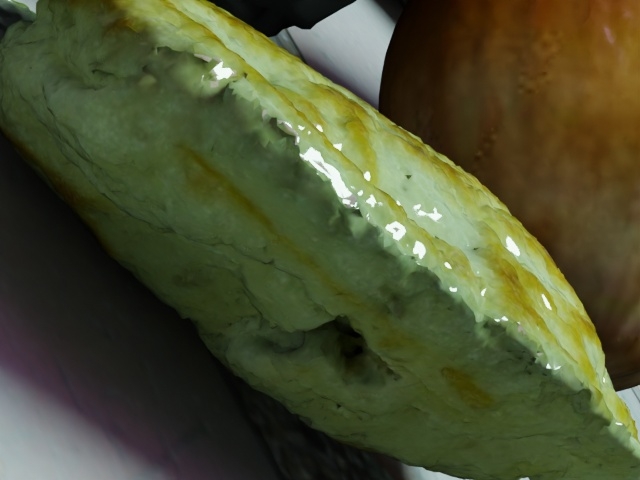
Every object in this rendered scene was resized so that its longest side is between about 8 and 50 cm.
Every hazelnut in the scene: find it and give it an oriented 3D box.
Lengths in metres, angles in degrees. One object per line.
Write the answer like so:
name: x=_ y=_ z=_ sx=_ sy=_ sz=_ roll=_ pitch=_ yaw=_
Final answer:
hazelnut: x=0.123 y=-0.042 z=0.833 sx=0.210 sy=0.186 sz=0.210 roll=55 pitch=2 yaw=-3

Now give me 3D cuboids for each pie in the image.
pie: x=0.000 y=0.000 z=0.615 sx=0.248 sy=0.090 sz=0.201 roll=36 pitch=7 yaw=-33

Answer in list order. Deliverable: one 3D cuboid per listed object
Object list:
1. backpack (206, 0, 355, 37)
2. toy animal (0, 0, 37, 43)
backpack: x=-0.068 y=-0.313 z=0.766 sx=0.363 sy=0.255 sz=0.445 roll=32 pitch=26 yaw=-59
toy animal: x=-0.146 y=-0.103 z=0.543 sx=0.217 sy=0.041 sz=0.075 roll=46 pitch=16 yaw=-33
